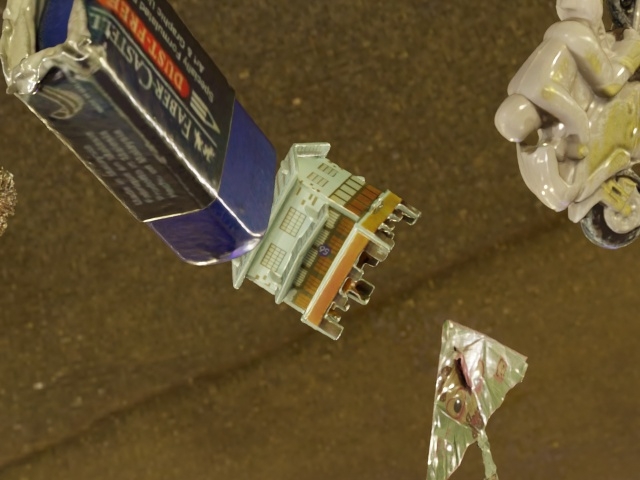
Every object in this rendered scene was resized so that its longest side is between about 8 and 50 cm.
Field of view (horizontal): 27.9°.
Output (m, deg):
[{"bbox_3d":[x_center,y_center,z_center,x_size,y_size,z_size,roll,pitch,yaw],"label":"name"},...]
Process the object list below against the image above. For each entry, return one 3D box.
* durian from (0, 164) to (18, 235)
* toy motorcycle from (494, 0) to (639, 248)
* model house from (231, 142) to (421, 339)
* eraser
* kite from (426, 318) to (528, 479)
[{"bbox_3d":[-0.374,-0.054,1.417,0.071,0.110,0.140,-51,174,19],"label":"durian"},{"bbox_3d":[0.303,-0.164,1.462,0.223,0.341,0.108,6,-173,-22],"label":"toy motorcycle"},{"bbox_3d":[0.000,0.000,1.949,0.224,0.215,0.198,-61,171,27],"label":"model house"},{"bbox_3d":[-0.153,-0.113,1.163,0.101,0.155,0.332,-11,144,24],"label":"eraser"},{"bbox_3d":[0.151,0.179,1.203,0.012,0.229,0.250,2,119,37],"label":"kite"}]
